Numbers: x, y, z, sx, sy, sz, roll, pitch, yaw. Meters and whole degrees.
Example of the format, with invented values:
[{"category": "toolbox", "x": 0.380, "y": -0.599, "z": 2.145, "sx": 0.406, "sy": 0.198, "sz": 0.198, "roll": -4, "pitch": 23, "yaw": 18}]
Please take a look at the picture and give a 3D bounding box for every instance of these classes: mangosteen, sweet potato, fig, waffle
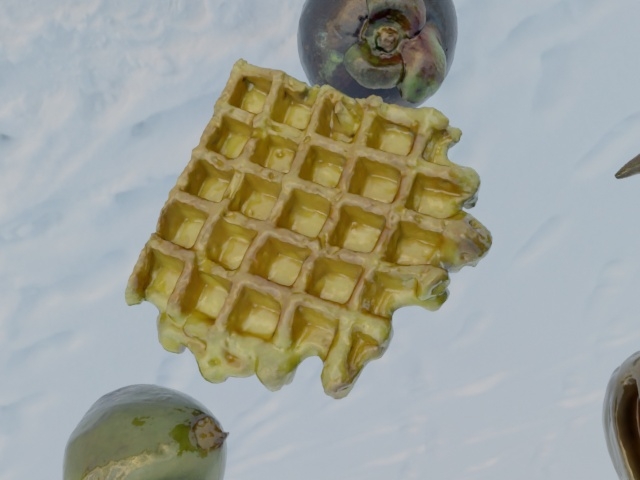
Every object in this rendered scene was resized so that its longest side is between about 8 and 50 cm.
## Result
[{"category": "mangosteen", "x": 0.099, "y": -0.335, "z": 1.030, "sx": 0.288, "sy": 0.288, "sz": 0.288, "roll": -8, "pitch": 142, "yaw": -6}, {"category": "sweet potato", "x": 0.822, "y": -0.228, "z": 1.456, "sx": 0.067, "sy": 0.067, "sz": 0.274, "roll": 20, "pitch": 135, "yaw": -35}, {"category": "fig", "x": -0.152, "y": 0.201, "z": 0.549, "sx": 0.144, "sy": 0.154, "sz": 0.166, "roll": 37, "pitch": 132, "yaw": -19}, {"category": "waffle", "x": 0.000, "y": 0.000, "z": 0.423, "sx": 0.219, "sy": 0.229, "sz": 0.057, "roll": 17, "pitch": 165, "yaw": 18}]

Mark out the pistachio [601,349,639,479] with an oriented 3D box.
[{"category": "pistachio", "x": 0.278, "y": 0.160, "z": 0.421, "sx": 0.131, "sy": 0.206, "sz": 0.129, "roll": -9, "pitch": 152, "yaw": -20}]
